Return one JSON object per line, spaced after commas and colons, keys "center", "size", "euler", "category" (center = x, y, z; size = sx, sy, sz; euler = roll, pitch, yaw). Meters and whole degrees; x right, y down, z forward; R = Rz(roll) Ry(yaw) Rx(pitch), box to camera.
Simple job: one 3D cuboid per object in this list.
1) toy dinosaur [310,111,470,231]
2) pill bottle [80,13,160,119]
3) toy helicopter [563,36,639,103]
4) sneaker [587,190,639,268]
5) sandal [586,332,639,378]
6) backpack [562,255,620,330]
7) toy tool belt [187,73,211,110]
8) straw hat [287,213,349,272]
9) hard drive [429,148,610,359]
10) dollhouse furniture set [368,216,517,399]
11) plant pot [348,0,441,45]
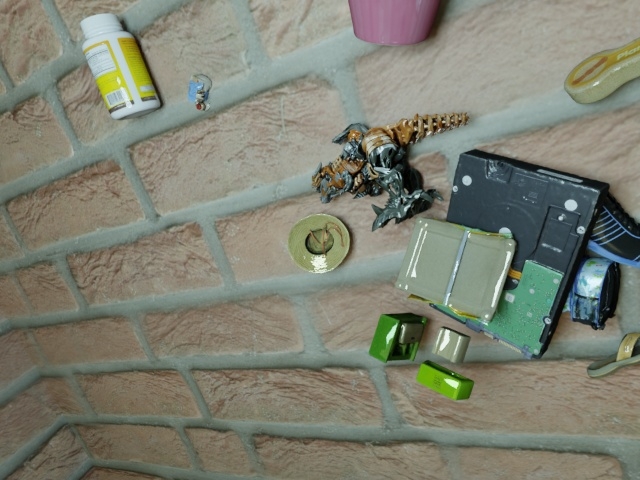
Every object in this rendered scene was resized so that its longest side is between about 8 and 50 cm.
{"center": [0.120, -0.142, 0.834], "size": [0.322, 0.164, 0.218], "euler": [-32, 80, 54], "category": "toy dinosaur"}
{"center": [-0.467, -0.398, 1.007], "size": [0.117, 0.117, 0.214], "euler": [-9, 108, 28], "category": "pill bottle"}
{"center": [0.505, -0.293, 0.566], "size": [0.140, 0.234, 0.355], "euler": [34, 151, -24], "category": "toy helicopter"}
{"center": [0.484, -0.034, 0.740], "size": [0.232, 0.081, 0.090], "euler": [26, 128, 14], "category": "sneaker"}
{"center": [0.579, 0.205, 0.819], "size": [0.180, 0.072, 0.049], "euler": [-46, 67, 37], "category": "sandal"}
{"center": [0.483, 0.086, 0.782], "size": [0.084, 0.105, 0.114], "euler": [14, 110, 43], "category": "backpack"}
{"center": [-0.282, -0.334, 0.987], "size": [0.052, 0.051, 0.083], "euler": [23, 120, 15], "category": "toy tool belt"}
{"center": [0.000, 0.000, 0.998], "size": [0.145, 0.061, 0.144], "euler": [2, 106, 8], "category": "straw hat"}
{"center": [0.339, 0.026, 0.797], "size": [0.237, 0.064, 0.338], "euler": [27, 125, 39], "category": "hard drive"}
{"center": [0.250, 0.121, 0.841], "size": [0.198, 0.151, 0.301], "euler": [19, 91, 36], "category": "dollhouse furniture set"}
{"center": [0.120, -0.421, 0.687], "size": [0.202, 0.201, 0.180], "euler": [15, 134, 19], "category": "plant pot"}
